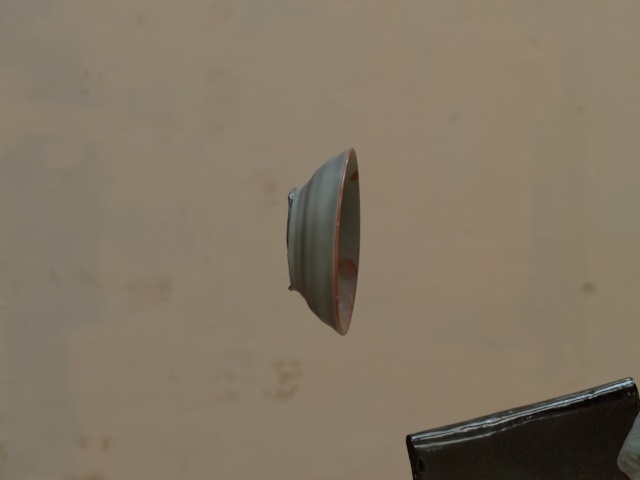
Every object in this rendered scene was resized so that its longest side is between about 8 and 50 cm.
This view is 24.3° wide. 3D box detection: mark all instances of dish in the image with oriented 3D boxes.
[{"bbox_3d":[0.000,0.000,2.055,0.260,0.085,0.260,3,90,-83],"label":"dish"}]

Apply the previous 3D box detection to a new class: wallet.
[{"bbox_3d":[0.282,0.299,1.989,0.045,0.318,0.172,-118,-164,-75],"label":"wallet"}]

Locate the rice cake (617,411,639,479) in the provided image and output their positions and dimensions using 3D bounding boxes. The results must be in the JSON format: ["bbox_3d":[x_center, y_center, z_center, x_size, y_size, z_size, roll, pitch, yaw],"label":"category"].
[{"bbox_3d":[0.260,0.055,0.939,0.221,0.042,0.080,-63,-159,-16],"label":"rice cake"}]
